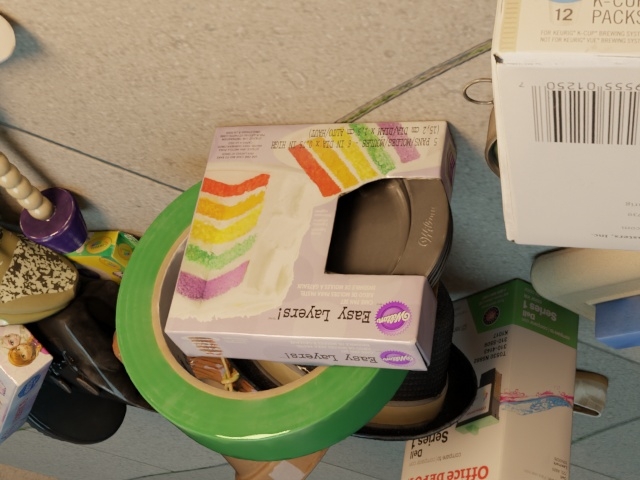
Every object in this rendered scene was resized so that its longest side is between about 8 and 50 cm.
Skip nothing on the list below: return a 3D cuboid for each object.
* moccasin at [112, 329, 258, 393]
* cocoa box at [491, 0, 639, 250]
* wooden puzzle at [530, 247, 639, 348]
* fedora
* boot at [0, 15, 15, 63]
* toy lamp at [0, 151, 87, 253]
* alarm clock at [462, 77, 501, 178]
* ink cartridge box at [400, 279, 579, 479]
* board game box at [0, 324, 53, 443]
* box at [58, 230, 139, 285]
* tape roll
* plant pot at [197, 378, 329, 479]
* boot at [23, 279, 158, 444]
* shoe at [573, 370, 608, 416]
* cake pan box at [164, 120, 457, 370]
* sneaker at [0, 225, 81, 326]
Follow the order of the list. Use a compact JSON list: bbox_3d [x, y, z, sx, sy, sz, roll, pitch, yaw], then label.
[{"bbox_3d":[-0.089,0.153,1.427,0.380,0.147,0.139,14,128,-33],"label":"moccasin"},{"bbox_3d":[0.295,-0.135,0.676,0.347,0.228,0.231,4,153,15],"label":"cocoa box"},{"bbox_3d":[0.469,0.091,1.252,0.348,0.080,0.322,29,149,-34],"label":"wooden puzzle"},{"bbox_3d":[0.045,0.088,1.290,0.334,0.334,0.152,13,119,-5],"label":"fedora"},{"bbox_3d":[-0.386,-0.205,0.993,0.190,0.069,0.086,27,156,-33],"label":"boot"},{"bbox_3d":[-0.357,-0.067,1.262,0.080,0.080,0.275,2,154,19],"label":"toy lamp"},{"bbox_3d":[0.203,-0.103,0.974,0.192,0.064,0.129,25,152,-31],"label":"alarm clock"},{"bbox_3d":[0.217,0.216,1.384,0.117,0.278,0.201,24,152,-26],"label":"ink cartridge box"},{"bbox_3d":[-0.530,0.122,1.530,0.319,0.066,0.318,46,148,3],"label":"board game box"},{"bbox_3d":[-0.309,0.028,1.482,0.179,0.043,0.105,-4,152,25],"label":"box"},{"bbox_3d":[-0.053,0.066,1.129,0.321,0.321,0.077,2,153,19],"label":"tape roll"},{"bbox_3d":[-0.103,0.232,1.628,0.229,0.263,0.263,36,149,-11],"label":"plant pot"},{"bbox_3d":[-0.338,0.202,1.626,0.445,0.146,0.367,-8,139,47],"label":"boot"},{"bbox_3d":[0.320,0.218,1.603,0.219,0.058,0.076,9,155,5],"label":"shoe"},{"bbox_3d":[0.000,0.000,1.060,0.267,0.246,0.070,2,154,20],"label":"cake pan box"},{"bbox_3d":[-0.471,-0.031,1.311,0.410,0.158,0.182,26,131,-23],"label":"sneaker"}]
